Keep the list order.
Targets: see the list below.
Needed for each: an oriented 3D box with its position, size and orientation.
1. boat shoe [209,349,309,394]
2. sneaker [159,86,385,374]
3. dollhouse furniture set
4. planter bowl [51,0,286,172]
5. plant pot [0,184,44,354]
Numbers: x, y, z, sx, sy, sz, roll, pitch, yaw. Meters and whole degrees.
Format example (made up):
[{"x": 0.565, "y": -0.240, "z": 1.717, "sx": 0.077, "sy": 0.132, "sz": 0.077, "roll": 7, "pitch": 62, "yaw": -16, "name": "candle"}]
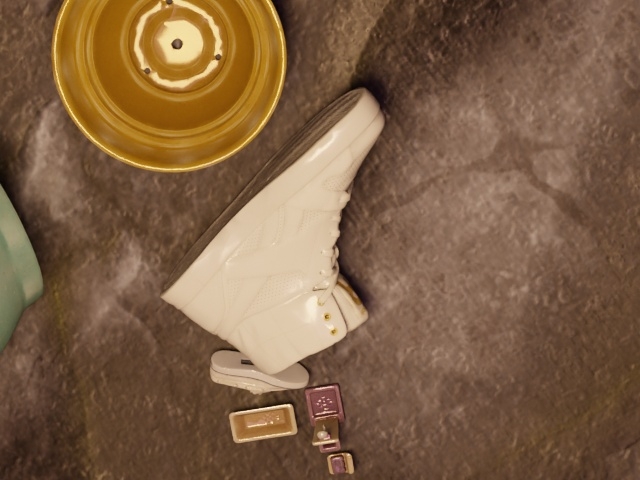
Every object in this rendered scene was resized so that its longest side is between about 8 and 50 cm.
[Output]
[{"x": -0.062, "y": 0.136, "z": 1.957, "sx": 0.100, "sy": 0.035, "sz": 0.035, "roll": 8, "pitch": 132, "yaw": -4, "name": "boat shoe"}, {"x": 0.000, "y": 0.000, "z": 1.886, "sx": 0.169, "sy": 0.108, "sz": 0.292, "roll": 40, "pitch": 112, "yaw": -10, "name": "sneaker"}, {"x": -0.030, "y": 0.205, "z": 1.946, "sx": 0.114, "sy": 0.081, "sz": 0.091, "roll": -9, "pitch": 104, "yaw": 4, "name": "dollhouse furniture set"}, {"x": -0.138, "y": -0.178, "z": 1.844, "sx": 0.217, "sy": 0.090, "sz": 0.217, "roll": 0, "pitch": 104, "yaw": 2, "name": "planter bowl"}, {"x": -0.382, "y": 0.021, "z": 1.830, "sx": 0.196, "sy": 0.293, "sz": 0.293, "roll": -28, "pitch": 103, "yaw": -18, "name": "plant pot"}]
